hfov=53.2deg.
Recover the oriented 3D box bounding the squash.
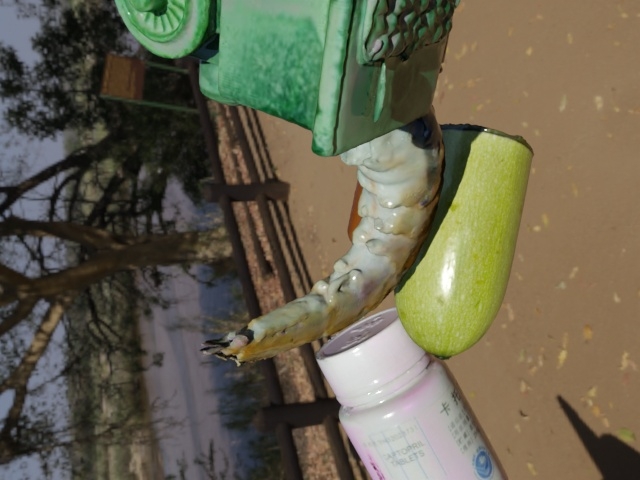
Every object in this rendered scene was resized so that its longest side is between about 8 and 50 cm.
[{"bbox_3d":[0.149,0.009,0.703,0.132,0.133,0.246,179,103,-70],"label":"squash"}]

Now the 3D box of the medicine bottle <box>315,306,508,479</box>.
[{"bbox_3d":[0.108,0.219,0.776,0.254,0.152,0.152,62,160,-4],"label":"medicine bottle"}]

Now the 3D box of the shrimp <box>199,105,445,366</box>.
[{"bbox_3d":[0.025,0.000,0.579,0.287,0.185,0.068,-52,50,2],"label":"shrimp"}]

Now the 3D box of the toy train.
[{"bbox_3d":[-0.019,-0.198,0.375,0.202,0.145,0.265,24,124,25],"label":"toy train"}]

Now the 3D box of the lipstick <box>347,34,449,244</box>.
[{"bbox_3d":[0.092,-0.158,0.738,0.077,0.077,0.418,-124,38,-54],"label":"lipstick"}]
